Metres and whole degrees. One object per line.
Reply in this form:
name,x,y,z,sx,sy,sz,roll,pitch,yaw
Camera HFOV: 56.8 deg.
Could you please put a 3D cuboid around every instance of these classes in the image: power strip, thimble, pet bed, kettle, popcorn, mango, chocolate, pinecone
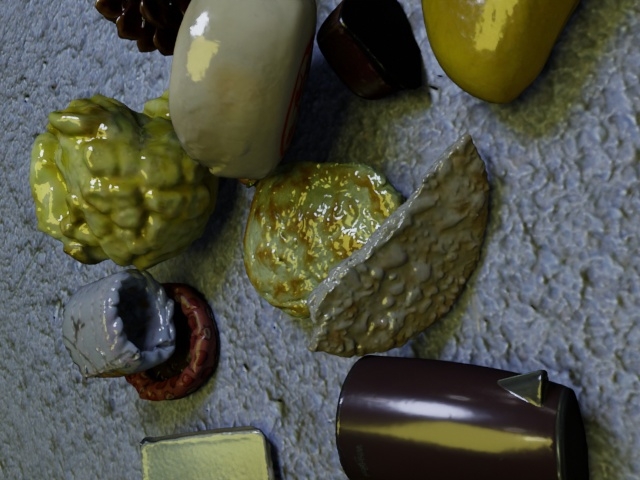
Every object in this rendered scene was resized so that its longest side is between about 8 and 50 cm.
power strip,-0.154,0.373,0.864,0.213,0.064,0.198,-8,81,15
thimble,-0.296,0.124,0.878,0.118,0.127,0.151,-21,80,30
pet bed,-0.244,0.161,0.949,0.201,0.053,0.201,-4,83,30
kettle,0.153,0.220,0.621,0.232,0.144,0.202,-3,106,32
popcorn,-0.283,-0.100,0.873,0.293,0.293,0.237,55,135,24
mango,0.197,-0.320,0.608,0.195,0.142,0.331,37,111,36
chocolate,0.051,-0.232,0.728,0.080,0.125,0.148,-30,75,48
pinecone,-0.167,-0.381,0.811,0.292,0.246,0.246,-2,86,27

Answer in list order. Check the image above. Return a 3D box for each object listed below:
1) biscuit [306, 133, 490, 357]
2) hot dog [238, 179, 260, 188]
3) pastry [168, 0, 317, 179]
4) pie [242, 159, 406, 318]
biscuit,0.104,0.030,0.665,0.290,0.141,0.038,-49,21,-1
hot dog,-0.094,-0.167,0.856,0.072,0.055,0.188,-4,84,36
pastry,-0.083,-0.200,0.704,0.133,0.265,0.264,13,96,-1
pie,0.000,0.000,0.762,0.248,0.090,0.201,7,93,33
